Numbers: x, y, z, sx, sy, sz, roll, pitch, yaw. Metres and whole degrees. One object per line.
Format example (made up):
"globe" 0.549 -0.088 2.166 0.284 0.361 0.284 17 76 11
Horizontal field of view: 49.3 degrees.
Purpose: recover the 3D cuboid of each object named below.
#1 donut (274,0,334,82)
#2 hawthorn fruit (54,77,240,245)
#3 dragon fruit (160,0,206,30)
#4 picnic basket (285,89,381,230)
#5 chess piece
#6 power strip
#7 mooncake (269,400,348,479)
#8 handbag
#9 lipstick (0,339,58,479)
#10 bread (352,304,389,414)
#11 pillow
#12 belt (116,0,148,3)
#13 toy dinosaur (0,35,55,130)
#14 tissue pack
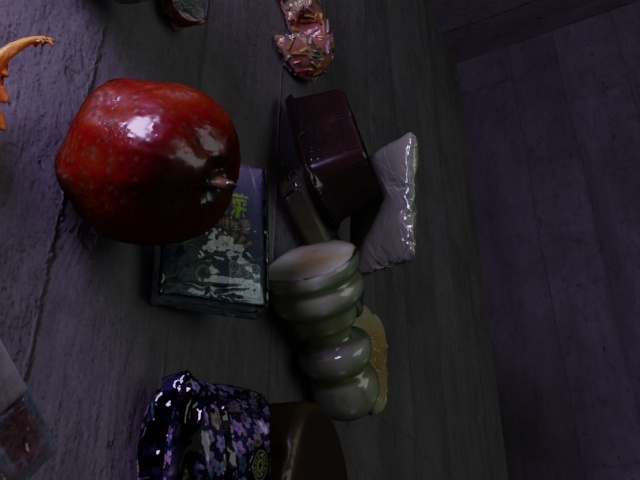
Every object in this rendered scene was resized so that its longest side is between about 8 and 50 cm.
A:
"donut" -0.032 -0.485 1.661 0.199 0.085 0.233 41 43 -54
"hawthorn fruit" -0.197 -0.089 0.863 0.215 0.249 0.215 -42 142 -45
"dragon fruit" -0.241 -0.392 1.182 0.060 0.056 0.083 -45 113 -38
"picnic basket" 0.033 -0.182 1.473 0.223 0.129 0.297 61 11 -47
"chess piece" 0.021 0.182 1.306 0.182 0.182 0.331 -51 129 -61
"power strip" 0.000 0.000 1.479 0.092 0.066 0.388 -87 155 -59
"mooncake" -0.042 0.383 1.102 0.234 0.116 0.235 -11 90 -68
"handbag" -0.145 0.290 0.917 0.207 0.126 0.229 29 60 -60
"lipstick" -0.363 0.059 0.620 0.372 0.079 0.076 69 25 -16
"bread" 0.106 0.263 1.597 0.182 0.038 0.251 47 37 -48
"pillow" 0.139 -0.066 1.517 0.076 0.280 0.275 6 76 -22
"belt" -0.269 -0.466 0.972 0.150 0.207 0.258 12 58 -61
"toy dinosaur" -0.379 -0.156 0.727 0.288 0.070 0.117 -37 121 -61
"tissue pack" -0.162 -0.010 1.039 0.173 0.073 0.236 10 64 -29
